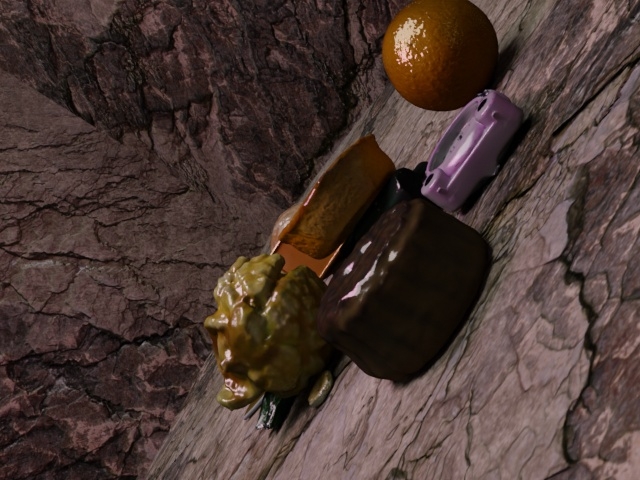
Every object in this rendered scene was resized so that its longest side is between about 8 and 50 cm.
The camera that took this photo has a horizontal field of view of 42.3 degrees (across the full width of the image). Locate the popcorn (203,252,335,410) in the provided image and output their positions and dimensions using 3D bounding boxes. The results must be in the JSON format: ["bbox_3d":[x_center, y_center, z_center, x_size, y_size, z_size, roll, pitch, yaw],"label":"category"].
[{"bbox_3d":[-0.102,0.194,1.762,0.279,0.336,0.274,-7,30,19],"label":"popcorn"}]

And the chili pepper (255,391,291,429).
[{"bbox_3d":[-0.092,0.343,1.892,0.098,0.061,0.224,-39,18,47],"label":"chili pepper"}]

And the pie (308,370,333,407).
[{"bbox_3d":[0.001,0.297,1.654,0.084,0.020,0.084,-56,10,16],"label":"pie"}]

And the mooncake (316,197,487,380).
[{"bbox_3d":[0.120,0.071,1.306,0.290,0.161,0.290,-54,8,11],"label":"mooncake"}]

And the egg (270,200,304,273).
[{"bbox_3d":[-0.049,0.004,2.409,0.245,0.203,0.203,-64,8,-1],"label":"egg"}]

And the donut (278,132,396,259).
[{"bbox_3d":[0.045,-0.081,1.749,0.303,0.110,0.303,-48,-6,-7],"label":"donut"}]

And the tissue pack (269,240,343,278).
[{"bbox_3d":[0.000,0.000,2.116,0.194,0.145,0.274,-54,-7,13],"label":"tissue pack"}]

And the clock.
[{"bbox_3d":[0.278,-0.176,1.550,0.228,0.090,0.248,-55,7,16],"label":"clock"}]

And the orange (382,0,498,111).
[{"bbox_3d":[0.275,-0.426,1.887,0.274,0.274,0.274,-56,8,13],"label":"orange"}]

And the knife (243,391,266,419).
[{"bbox_3d":[-0.111,0.343,2.122,0.343,0.027,0.061,-54,13,27],"label":"knife"}]

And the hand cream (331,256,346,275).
[{"bbox_3d":[0.091,0.040,1.990,0.186,0.054,0.087,-46,13,35],"label":"hand cream"}]

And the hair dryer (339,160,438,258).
[{"bbox_3d":[0.169,-0.066,1.800,0.244,0.116,0.302,-52,-1,34],"label":"hair dryer"}]
